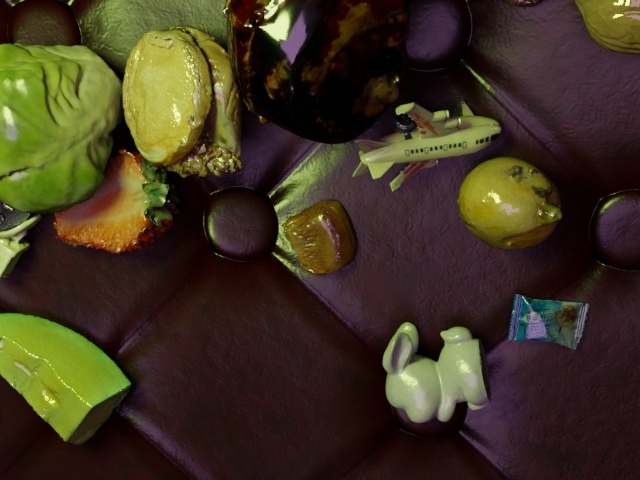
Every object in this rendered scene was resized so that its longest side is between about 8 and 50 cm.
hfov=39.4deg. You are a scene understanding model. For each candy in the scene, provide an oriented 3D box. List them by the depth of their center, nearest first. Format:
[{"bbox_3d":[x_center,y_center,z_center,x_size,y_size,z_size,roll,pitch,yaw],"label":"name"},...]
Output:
[{"bbox_3d":[0.411,0.148,1.611,0.136,0.038,0.088,8,95,1],"label":"candy"}]

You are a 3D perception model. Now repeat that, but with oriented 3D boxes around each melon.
[{"bbox_3d":[-0.554,0.254,1.790,0.323,0.124,0.196,41,106,3],"label":"melon"}]

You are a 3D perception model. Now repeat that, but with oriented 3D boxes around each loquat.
[{"bbox_3d":[0.323,-0.060,1.491,0.172,0.204,0.149,34,79,-31],"label":"loquat"}]

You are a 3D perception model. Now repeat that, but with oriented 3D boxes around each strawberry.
[{"bbox_3d":[-0.363,-0.064,1.668,0.286,0.106,0.188,-16,81,29],"label":"strawberry"}]

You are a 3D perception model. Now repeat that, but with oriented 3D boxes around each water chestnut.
[{"bbox_3d":[-0.022,-0.336,1.418,0.347,0.335,0.335,41,114,34],"label":"water chestnut"}]

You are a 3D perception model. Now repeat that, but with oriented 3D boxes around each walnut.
[{"bbox_3d":[0.494,-0.377,1.354,0.213,0.213,0.213,3,107,10],"label":"walnut"}]

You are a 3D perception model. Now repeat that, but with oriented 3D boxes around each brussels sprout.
[{"bbox_3d":[-0.486,-0.209,1.543,0.273,0.242,0.317,24,81,-28],"label":"brussels sprout"}]

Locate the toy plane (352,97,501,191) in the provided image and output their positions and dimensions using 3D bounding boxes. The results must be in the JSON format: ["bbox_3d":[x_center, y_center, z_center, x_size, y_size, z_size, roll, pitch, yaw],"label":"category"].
[{"bbox_3d":[0.178,-0.168,1.500,0.256,0.242,0.104,-22,64,-11],"label":"toy plane"}]

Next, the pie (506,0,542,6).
[{"bbox_3d":[0.326,-0.454,1.441,0.154,0.036,0.155,3,108,10],"label":"pie"}]

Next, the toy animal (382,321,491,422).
[{"bbox_3d":[0.212,0.237,1.628,0.193,0.127,0.179,-2,104,13],"label":"toy animal"}]

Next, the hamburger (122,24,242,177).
[{"bbox_3d":[-0.228,-0.237,1.519,0.286,0.146,0.243,62,140,19],"label":"hamburger"}]

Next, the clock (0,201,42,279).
[{"bbox_3d":[-0.717,-0.114,1.714,0.379,0.120,0.276,31,104,0],"label":"clock"}]

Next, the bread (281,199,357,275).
[{"bbox_3d":[0.000,0.000,1.643,0.126,0.044,0.129,-21,105,18],"label":"bread"}]
